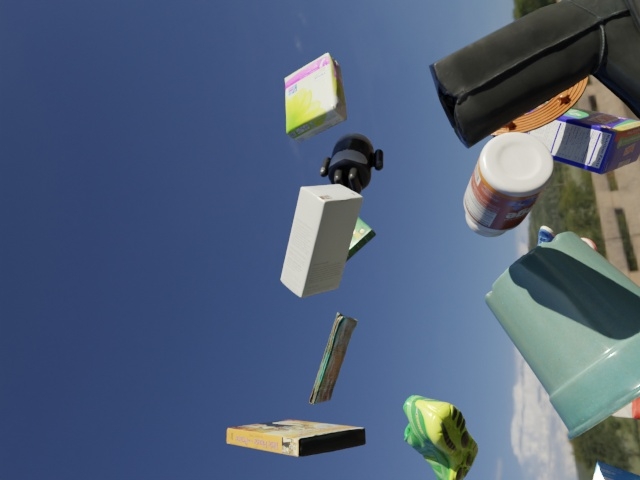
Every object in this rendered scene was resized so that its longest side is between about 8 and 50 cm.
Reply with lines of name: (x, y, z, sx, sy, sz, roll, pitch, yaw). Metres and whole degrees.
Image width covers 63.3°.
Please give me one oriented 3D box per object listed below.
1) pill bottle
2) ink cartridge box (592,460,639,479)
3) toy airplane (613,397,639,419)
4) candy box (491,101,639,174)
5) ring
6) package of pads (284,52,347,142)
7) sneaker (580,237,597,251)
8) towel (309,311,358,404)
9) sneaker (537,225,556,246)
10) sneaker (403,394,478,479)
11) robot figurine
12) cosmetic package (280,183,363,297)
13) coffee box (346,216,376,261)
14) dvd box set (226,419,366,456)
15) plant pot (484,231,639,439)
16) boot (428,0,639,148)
pill bottle: (0.330, -0.089, 0.945, 0.216, 0.121, 0.121, 79, -165, -67)
ink cartridge box: (0.640, 0.578, 1.134, 0.092, 0.089, 0.143, 49, -119, -43)
toy airplane: (0.932, 0.344, 1.549, 0.384, 0.272, 0.386, -52, -24, -39)
candy box: (0.694, -0.299, 1.446, 0.268, 0.317, 0.122, -17, -55, -41)
ring: (0.518, -0.412, 1.369, 0.032, 0.336, 0.337, 48, -137, -46)
package of pads: (-0.018, -0.537, 1.957, 0.101, 0.229, 0.297, 33, -135, -48)
sneaker: (0.888, 0.140, 1.855, 0.136, 0.115, 0.314, 10, -93, -36)
towel: (0.061, 0.490, 2.152, 0.271, 0.040, 0.371, 38, -111, -69)
sneaker: (0.791, 0.023, 1.845, 0.084, 0.058, 0.152, -44, -44, -13)
sneaker: (0.247, 0.414, 1.083, 0.109, 0.123, 0.296, -40, -51, -26)
robot figurine: (0.123, -0.297, 2.041, 0.208, 0.174, 0.278, 22, -133, -11)
cosmetic package: (0.000, 0.000, 1.115, 0.117, 0.085, 0.231, -9, -58, -42)
coffee box: (0.088, 0.005, 1.787, 0.113, 0.184, 0.040, 46, 178, 45)
dvd box set: (-0.093, 0.693, 1.842, 0.307, 0.420, 0.062, 9, -106, -40)
plant pot: (0.561, 0.182, 1.119, 0.334, 0.341, 0.341, 56, -166, 29)
boot: (0.507, -0.324, 1.133, 0.367, 0.444, 0.146, 64, -179, 3)
